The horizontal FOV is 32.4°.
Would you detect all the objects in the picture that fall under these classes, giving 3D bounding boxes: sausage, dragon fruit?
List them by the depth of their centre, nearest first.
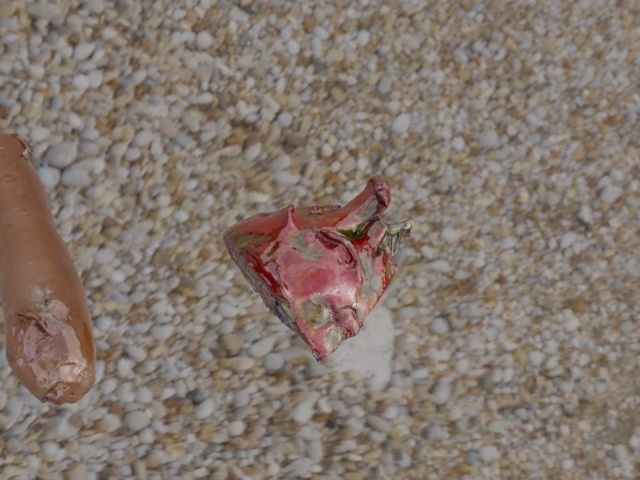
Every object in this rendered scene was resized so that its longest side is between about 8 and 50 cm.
[{"bbox_3d":[-0.317,0.017,1.187,0.094,0.094,0.419,-17,40,-15],"label":"sausage"},{"bbox_3d":[0.000,0.000,1.277,0.211,0.262,0.134,-31,113,-14],"label":"dragon fruit"}]
